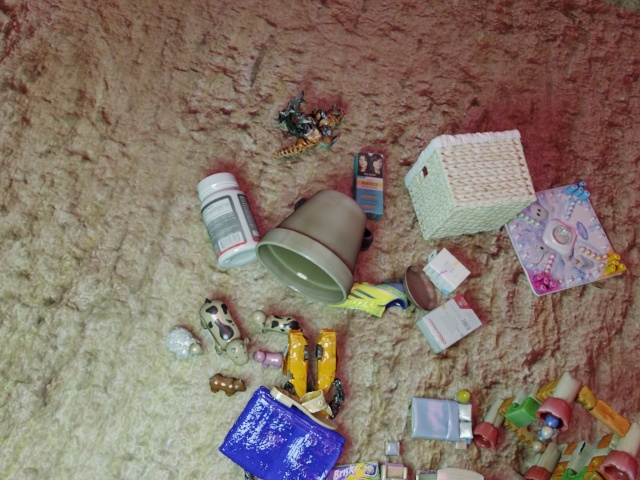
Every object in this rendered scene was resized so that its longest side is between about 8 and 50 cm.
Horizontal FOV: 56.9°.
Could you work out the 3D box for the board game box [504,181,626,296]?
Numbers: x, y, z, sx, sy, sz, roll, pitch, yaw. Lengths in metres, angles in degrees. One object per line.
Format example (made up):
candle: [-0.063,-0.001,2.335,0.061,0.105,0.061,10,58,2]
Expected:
board game box: [0.904,-0.019,2.217,0.390,0.050,0.389,-12,71,-15]

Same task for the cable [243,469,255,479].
cable: [-0.150,0.674,1.736,0.151,0.047,0.184,-7,68,-11]

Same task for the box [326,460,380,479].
box: [0.088,0.698,1.766,0.169,0.059,0.054,-3,66,-12]

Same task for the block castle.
block castle: [0.666,0.591,1.712,0.303,0.453,0.213,40,60,5]

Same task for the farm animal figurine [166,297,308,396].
farm animal figurine: [-0.251,0.294,1.803,0.327,0.172,0.330,41,67,7]

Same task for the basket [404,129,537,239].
basket: [0.511,-0.188,2.061,0.332,0.328,0.266,-7,72,-14]

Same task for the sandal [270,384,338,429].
sandal: [-0.025,0.464,1.712,0.240,0.088,0.079,32,89,-16]

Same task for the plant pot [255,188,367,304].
plant pot: [0.000,0.000,1.867,0.323,0.323,0.280,30,66,2]

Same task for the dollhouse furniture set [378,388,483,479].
dollhouse furniture set: [0.341,0.584,1.785,0.287,0.198,0.303,9,66,-7]

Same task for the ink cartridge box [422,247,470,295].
ink cartridge box: [0.426,0.103,2.054,0.143,0.092,0.090,44,67,9]

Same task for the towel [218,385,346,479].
towel: [-0.107,0.589,1.696,0.308,0.076,0.227,33,78,1]

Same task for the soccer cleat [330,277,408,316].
soccer cleat: [0.158,0.199,1.964,0.289,0.093,0.121,-6,72,-13]

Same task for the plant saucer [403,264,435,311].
plant saucer: [0.330,0.165,2.005,0.168,0.029,0.168,30,46,-36]

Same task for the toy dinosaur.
toy dinosaur: [-0.046,-0.413,2.150,0.218,0.164,0.322,49,45,-7]

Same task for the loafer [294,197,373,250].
loafer: [0.052,-0.072,2.050,0.303,0.095,0.109,29,68,2]

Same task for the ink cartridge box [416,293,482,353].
ink cartridge box: [0.431,0.279,1.993,0.175,0.072,0.127,-28,76,-20]

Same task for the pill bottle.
pill bottle: [-0.300,-0.068,1.946,0.161,0.161,0.283,-16,72,-17]

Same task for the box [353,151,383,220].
box: [0.173,-0.198,2.144,0.101,0.060,0.244,6,68,-9]

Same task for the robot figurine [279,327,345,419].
robot figurine: [-0.029,0.416,1.799,0.211,0.085,0.290,1,95,-13]
